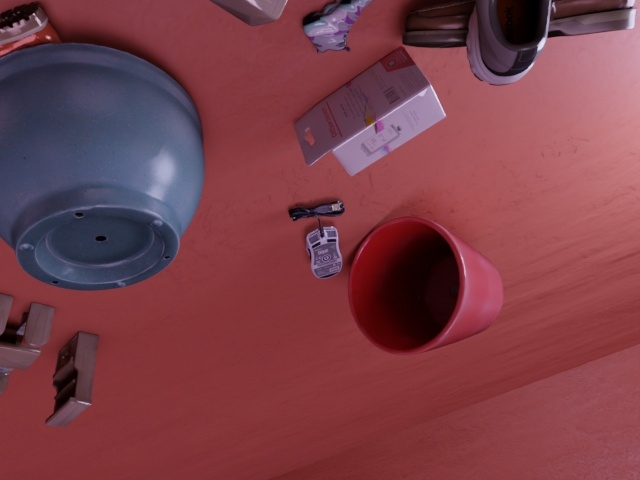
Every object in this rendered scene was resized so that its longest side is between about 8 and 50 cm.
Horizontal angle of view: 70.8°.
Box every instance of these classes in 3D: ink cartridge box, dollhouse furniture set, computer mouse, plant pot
[{"bbox_3d":[0.065,-0.178,0.661,0.198,0.115,0.067,-30,138,16],"label":"ink cartridge box"},{"bbox_3d":[-0.582,0.250,0.875,0.212,0.161,0.242,-40,134,24],"label":"dollhouse furniture set"},{"bbox_3d":[0.000,0.000,0.894,0.106,0.042,0.193,-16,134,-9],"label":"computer mouse"},{"bbox_3d":[-0.282,-0.060,0.573,0.293,0.196,0.293,-15,150,-9],"label":"plant pot"},{"bbox_3d":[0.236,0.100,0.941,0.243,0.275,0.275,11,133,-42],"label":"plant pot"}]

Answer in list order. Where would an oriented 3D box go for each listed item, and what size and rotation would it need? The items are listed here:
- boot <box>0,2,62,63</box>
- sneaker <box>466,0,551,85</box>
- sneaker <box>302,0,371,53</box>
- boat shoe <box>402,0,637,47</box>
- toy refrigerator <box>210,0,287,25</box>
[{"bbox_3d":[-0.376,-0.205,0.526,0.158,0.059,0.084,-19,144,0],"label":"boot"},{"bbox_3d":[0.205,-0.316,0.488,0.100,0.108,0.271,-10,98,6],"label":"sneaker"},{"bbox_3d":[0.032,-0.282,0.597,0.098,0.038,0.069,-19,142,17],"label":"sneaker"},{"bbox_3d":[0.258,-0.319,0.595,0.307,0.111,0.104,-7,112,-3],"label":"boat shoe"},{"bbox_3d":[-0.026,-0.316,0.335,0.102,0.094,0.269,23,100,-29],"label":"toy refrigerator"}]
